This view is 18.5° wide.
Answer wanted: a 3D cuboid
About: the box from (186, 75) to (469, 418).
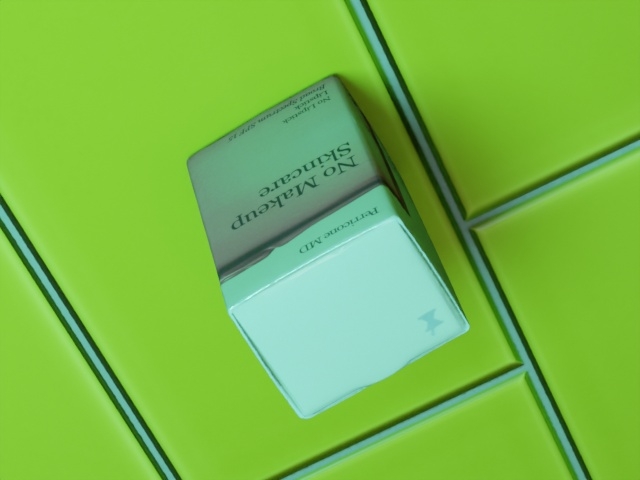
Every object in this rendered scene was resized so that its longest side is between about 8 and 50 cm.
[{"bbox_3d":[0.000,0.000,1.525,0.148,0.232,0.127,-30,123,6],"label":"box"}]
